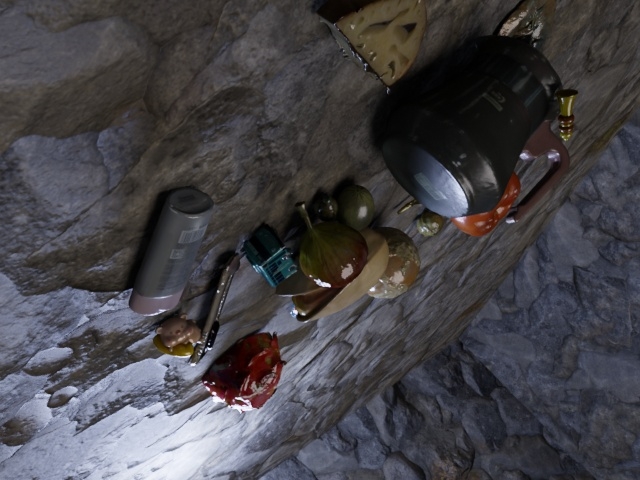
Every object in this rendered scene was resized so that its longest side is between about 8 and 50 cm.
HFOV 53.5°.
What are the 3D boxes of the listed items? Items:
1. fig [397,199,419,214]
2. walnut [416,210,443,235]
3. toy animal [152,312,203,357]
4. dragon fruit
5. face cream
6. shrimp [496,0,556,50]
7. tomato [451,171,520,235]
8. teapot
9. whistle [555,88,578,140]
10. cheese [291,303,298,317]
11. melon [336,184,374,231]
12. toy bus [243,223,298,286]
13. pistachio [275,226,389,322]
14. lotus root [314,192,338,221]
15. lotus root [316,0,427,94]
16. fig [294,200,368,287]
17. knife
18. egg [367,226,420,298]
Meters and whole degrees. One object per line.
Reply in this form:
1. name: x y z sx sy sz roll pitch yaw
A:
1. fig: 0.334 -0.133 1.810 0.257 0.159 0.159 -26 157 2
2. walnut: 0.347 -0.053 2.010 0.092 0.092 0.092 -35 156 -18
3. toy animal: -0.304 0.203 1.395 0.114 0.091 0.082 -19 133 -41
4. dragon fruit: -0.205 0.381 1.759 0.274 0.161 0.126 -45 159 9
5. face cream: -0.272 0.028 1.153 0.107 0.073 0.269 -13 143 -42
6. shrimp: 0.465 -0.455 1.526 0.178 0.075 0.289 -13 145 -36
7. tomato: 0.502 -0.140 1.981 0.260 0.180 0.260 -38 158 -19
8. teapot: 0.367 -0.229 1.407 0.362 0.376 0.305 -46 -172 -12
9. whistle: 0.524 -0.270 1.359 0.046 0.057 0.109 -9 126 7
10. cheese: -0.011 0.134 1.805 0.106 0.037 0.256 -11 142 -54
11. melon: 0.081 -0.077 1.515 0.098 0.098 0.130 -34 150 -20
12. toy bus: -0.112 0.037 1.422 0.092 0.079 0.160 -38 159 -8
13. pistachio: 0.039 0.080 1.587 0.299 0.187 0.187 -39 157 -9
14. lotus root: 0.013 -0.076 1.460 0.049 0.054 0.099 -58 164 -22
15. lotus root: 0.103 -0.365 1.083 0.170 0.074 0.261 -45 156 3
16. fig: 0.003 -0.001 1.441 0.160 0.230 0.143 -34 -165 9
17. knife: -0.240 0.165 1.457 0.089 0.043 0.365 -75 -171 -52
18. egg: 0.174 0.063 1.773 0.203 0.203 0.245 -39 -179 -10
